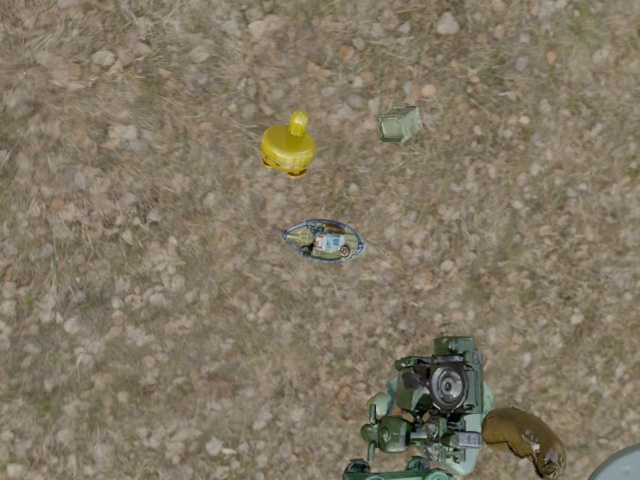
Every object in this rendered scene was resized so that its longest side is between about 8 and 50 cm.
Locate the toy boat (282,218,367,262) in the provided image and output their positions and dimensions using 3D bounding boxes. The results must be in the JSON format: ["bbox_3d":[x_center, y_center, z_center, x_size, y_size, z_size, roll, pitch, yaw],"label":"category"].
[{"bbox_3d":[0.000,0.000,1.703,0.115,0.262,0.114,6,91,-41],"label":"toy boat"}]

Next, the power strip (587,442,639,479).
[{"bbox_3d":[0.383,0.313,0.732,0.054,0.253,0.167,29,48,-62],"label":"power strip"}]

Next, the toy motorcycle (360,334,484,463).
[{"bbox_3d":[0.168,0.263,1.070,0.127,0.275,0.205,11,72,-29],"label":"toy motorcycle"}]

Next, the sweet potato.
[{"bbox_3d":[0.389,0.389,1.290,0.098,0.310,0.124,-29,89,-12],"label":"sweet potato"}]

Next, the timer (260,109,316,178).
[{"bbox_3d":[-0.059,-0.184,1.234,0.107,0.107,0.109,-4,136,-23],"label":"timer"}]

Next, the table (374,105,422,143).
[{"bbox_3d":[0.185,-0.278,1.557,0.083,0.079,0.062,-38,123,-35],"label":"table"}]

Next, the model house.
[{"bbox_3d":[0.267,0.471,1.778,0.194,0.325,0.267,49,52,-25],"label":"model house"}]

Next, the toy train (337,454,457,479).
[{"bbox_3d":[0.172,0.605,1.481,0.301,0.120,0.202,3,87,-21],"label":"toy train"}]
